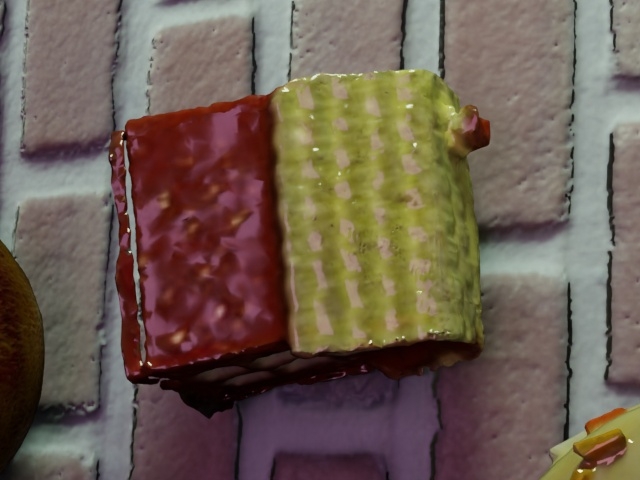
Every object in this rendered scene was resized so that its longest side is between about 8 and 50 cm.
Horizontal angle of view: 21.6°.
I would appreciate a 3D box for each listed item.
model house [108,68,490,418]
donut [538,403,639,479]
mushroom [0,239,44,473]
[{"bbox_3d":[0.000,0.000,1.131,0.254,0.160,0.196,-13,73,26],"label":"model house"},{"bbox_3d":[0.250,0.223,0.940,0.371,0.150,0.307,0,75,27],"label":"donut"},{"bbox_3d":[-0.321,0.091,1.299,0.253,0.153,0.253,-1,89,29],"label":"mushroom"}]
